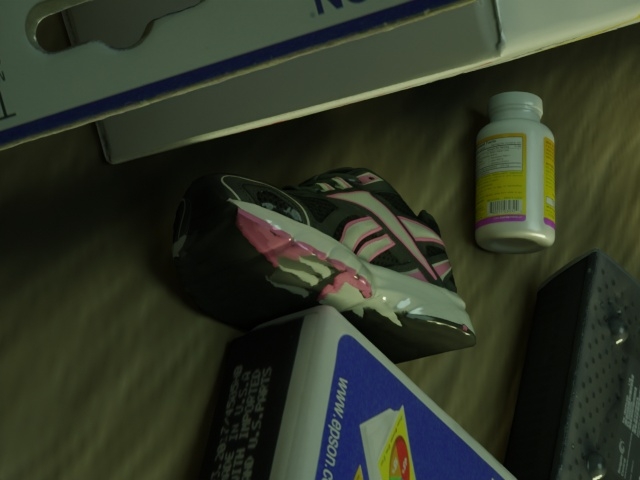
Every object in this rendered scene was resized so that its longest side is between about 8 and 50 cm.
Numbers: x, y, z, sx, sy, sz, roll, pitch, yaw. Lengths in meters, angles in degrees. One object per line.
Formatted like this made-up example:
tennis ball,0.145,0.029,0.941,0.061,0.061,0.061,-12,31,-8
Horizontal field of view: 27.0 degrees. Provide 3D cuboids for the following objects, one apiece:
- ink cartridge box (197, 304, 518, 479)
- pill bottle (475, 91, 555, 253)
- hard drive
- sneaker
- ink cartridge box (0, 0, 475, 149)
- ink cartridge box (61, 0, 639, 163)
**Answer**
ink cartridge box,0.049,0.233,0.550,0.307,0.072,0.304,46,39,-34
pill bottle,0.106,-0.037,0.729,0.043,0.043,0.083,21,66,-46
hard drive,0.194,0.137,0.783,0.254,0.054,0.172,41,52,-36
sneaker,0.000,0.000,0.589,0.178,0.072,0.077,29,48,-52
ink cartridge box,-0.079,-0.149,0.402,0.045,0.223,0.224,-35,110,-73
ink cartridge box,0.039,-0.167,0.560,0.270,0.198,0.197,-22,99,-49
